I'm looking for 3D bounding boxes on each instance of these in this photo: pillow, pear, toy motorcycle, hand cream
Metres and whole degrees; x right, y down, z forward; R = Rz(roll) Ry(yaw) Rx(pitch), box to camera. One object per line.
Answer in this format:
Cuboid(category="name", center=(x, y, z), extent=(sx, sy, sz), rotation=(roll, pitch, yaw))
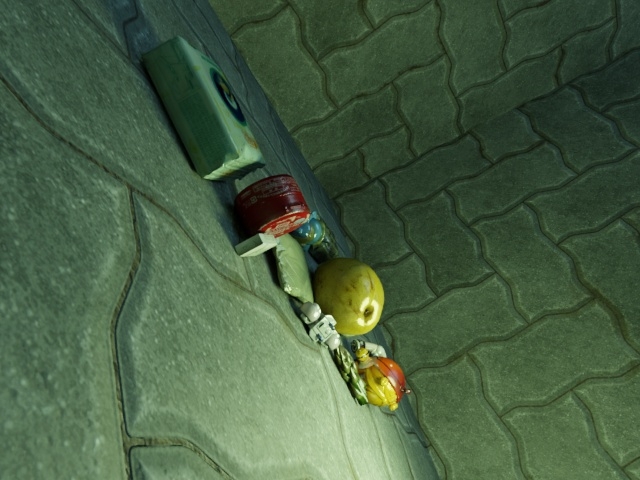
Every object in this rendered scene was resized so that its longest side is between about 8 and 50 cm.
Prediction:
Cuboid(category="pillow", center=(-0.113, 0.092, 1.678), extent=(0.274, 0.076, 0.280), rotation=(44, 28, -61))
Cuboid(category="pear", center=(0.102, 0.217, 1.801), extent=(0.314, 0.314, 0.314), rotation=(62, 9, -17))
Cuboid(category="toy motorcycle", center=(-0.007, 0.307, 1.662), extent=(0.254, 0.112, 0.112), rotation=(59, 10, -37))
Cuboid(category="hand cream", center=(-0.157, -0.104, 1.478), extent=(0.149, 0.230, 0.230), rotation=(65, 8, 9))

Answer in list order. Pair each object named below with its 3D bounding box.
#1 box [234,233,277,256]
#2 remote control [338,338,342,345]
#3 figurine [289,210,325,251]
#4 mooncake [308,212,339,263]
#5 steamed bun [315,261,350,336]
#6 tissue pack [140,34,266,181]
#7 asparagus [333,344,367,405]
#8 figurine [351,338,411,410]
Cuboid(category="box", center=(-0.192, 0.015, 1.375), extent=(0.040, 0.084, 0.154), rotation=(66, 8, 6))
Cuboid(category="remote control", center=(0.052, 0.388, 1.952), extent=(0.061, 0.029, 0.162), rotation=(-58, 126, -78))
Cuboid(category="figurine", center=(-0.066, -0.060, 2.150), extent=(0.262, 0.154, 0.180), rotation=(54, 24, -67))
Cuboid(category="mooncake", center=(0.005, -0.002, 2.458), extent=(0.254, 0.136, 0.250), rotation=(52, 19, -53))
Cuboid(category="steamed bun", center=(0.136, 0.254, 2.120), extent=(0.339, 0.247, 0.352), rotation=(62, 4, -22))
Cuboid(category="tissue pack", center=(-0.341, -0.382, 1.393), extent=(0.388, 0.162, 0.287), rotation=(64, 11, 0))
Cuboid(category="asparagus", center=(0.117, 0.521, 1.807), extent=(0.287, 0.080, 0.080), rotation=(62, 9, -13))
Cuboid(category="figurine", center=(0.257, 0.597, 2.010), extent=(0.323, 0.196, 0.320), rotation=(-121, -173, -61))
